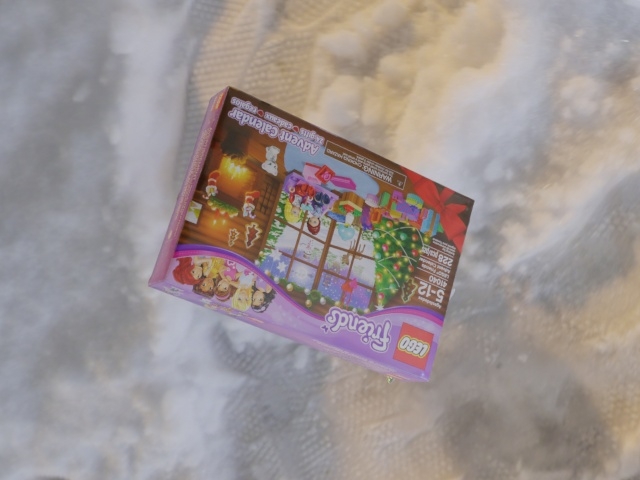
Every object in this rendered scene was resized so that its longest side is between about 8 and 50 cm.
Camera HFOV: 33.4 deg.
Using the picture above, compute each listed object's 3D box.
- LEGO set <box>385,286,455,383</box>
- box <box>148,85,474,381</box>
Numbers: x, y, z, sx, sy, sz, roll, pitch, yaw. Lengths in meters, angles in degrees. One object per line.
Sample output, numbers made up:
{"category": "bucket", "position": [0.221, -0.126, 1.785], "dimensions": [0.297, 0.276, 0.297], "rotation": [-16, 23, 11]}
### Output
{"category": "LEGO set", "position": [0.092, 0.044, 1.455], "dimensions": [0.244, 0.060, 0.182], "rotation": [58, 134, 36]}
{"category": "box", "position": [0.000, 0.000, 1.053], "dimensions": [0.293, 0.057, 0.201], "rotation": [22, 74, -22]}
